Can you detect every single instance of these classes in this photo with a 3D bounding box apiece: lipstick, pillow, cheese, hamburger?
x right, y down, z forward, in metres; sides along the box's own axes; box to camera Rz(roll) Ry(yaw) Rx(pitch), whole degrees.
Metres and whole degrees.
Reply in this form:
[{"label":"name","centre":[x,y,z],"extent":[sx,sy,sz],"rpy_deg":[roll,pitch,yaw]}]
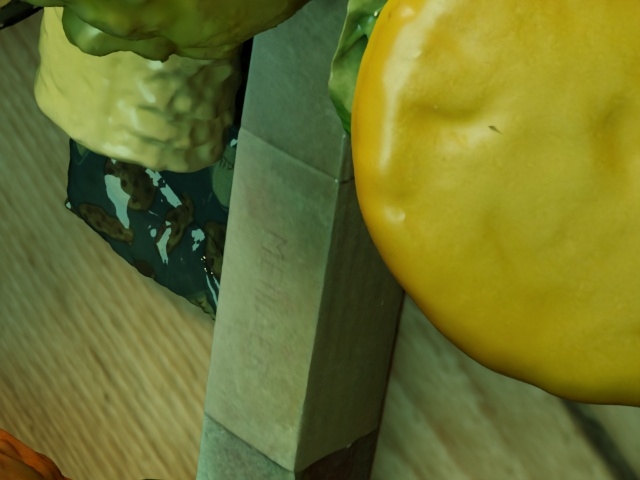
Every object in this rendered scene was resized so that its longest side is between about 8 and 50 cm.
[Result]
[{"label":"lipstick","centre":[0.000,0.000,1.026],"extent":[0.076,0.080,0.371],"rpy_deg":[31,125,33]},{"label":"pillow","centre":[-0.079,-0.085,1.101],"extent":[0.189,0.034,0.255],"rpy_deg":[33,125,35]},{"label":"cheese","centre":[-0.090,-0.132,1.010],"extent":[0.123,0.094,0.167],"rpy_deg":[27,125,26]},{"label":"hamburger","centre":[0.129,-0.061,0.788],"extent":[0.246,0.170,0.246],"rpy_deg":[4,111,10]}]

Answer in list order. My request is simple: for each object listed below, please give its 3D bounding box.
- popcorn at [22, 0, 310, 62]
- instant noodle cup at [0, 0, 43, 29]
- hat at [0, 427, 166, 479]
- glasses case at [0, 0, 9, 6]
[{"label":"popcorn","centre":[-0.043,-0.200,0.824],"extent":[0.242,0.235,0.250],"rpy_deg":[48,122,4]},{"label":"instant noodle cup","centre":[-0.290,-0.201,1.120],"extent":[0.264,0.264,0.200],"rpy_deg":[-3,112,46]},{"label":"hat","centre":[-0.249,0.221,1.236],"extent":[0.400,0.285,0.285],"rpy_deg":[-18,93,44]},{"label":"glasses case","centre":[-0.168,-0.206,1.033],"extent":[0.050,0.196,0.083],"rpy_deg":[-7,137,46]}]
